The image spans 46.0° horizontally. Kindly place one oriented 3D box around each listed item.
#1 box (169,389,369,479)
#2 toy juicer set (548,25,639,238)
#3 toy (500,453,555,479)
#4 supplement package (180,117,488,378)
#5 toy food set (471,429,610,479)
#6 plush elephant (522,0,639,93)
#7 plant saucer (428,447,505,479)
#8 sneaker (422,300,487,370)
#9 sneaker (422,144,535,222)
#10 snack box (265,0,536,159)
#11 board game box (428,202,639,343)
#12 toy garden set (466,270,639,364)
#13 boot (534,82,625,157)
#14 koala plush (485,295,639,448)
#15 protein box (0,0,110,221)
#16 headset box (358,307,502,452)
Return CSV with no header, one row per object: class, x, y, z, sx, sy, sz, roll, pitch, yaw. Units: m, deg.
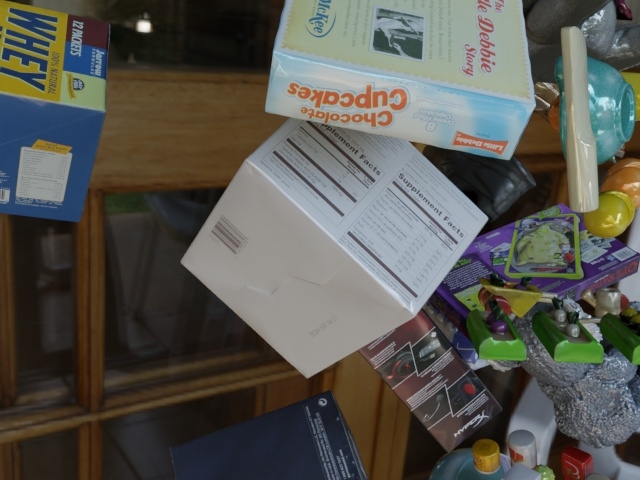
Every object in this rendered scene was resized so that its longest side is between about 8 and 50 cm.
box,-0.071,0.428,1.334,0.294,0.296,0.182,-20,60,-2
toy juicer set,0.301,-0.107,0.855,0.090,0.209,0.329,5,5,36
toy,0.371,0.421,1.253,0.237,0.056,0.136,30,35,-53
supplement package,0.000,0.000,0.786,0.204,0.262,0.145,43,58,-2
toy food set,0.327,0.359,1.063,0.111,0.104,0.232,-32,32,-33
plush elephant,0.353,-0.368,1.093,0.272,0.255,0.330,10,-20,-28
plant saucer,0.349,0.529,1.433,0.318,0.043,0.317,20,39,-17
sneaker,0.229,0.135,1.503,0.128,0.182,0.316,-16,17,-24
sneaker,0.257,-0.116,1.378,0.109,0.130,0.286,41,-2,-27
snack box,0.070,-0.210,0.634,0.187,0.060,0.321,11,49,-3
board game box,0.357,0.050,1.332,0.347,0.056,0.208,-21,42,-17
toy garden set,0.274,0.070,0.766,0.245,0.049,0.204,1,9,5
boot,0.456,-0.253,1.366,0.305,0.115,0.112,29,8,-20
koala plush,0.345,0.158,1.041,0.196,0.203,0.221,-25,-49,40
protein box,-0.348,-0.141,0.828,0.200,0.201,0.135,7,54,-22
headset box,0.117,0.143,1.138,0.110,0.293,0.218,-39,21,2
